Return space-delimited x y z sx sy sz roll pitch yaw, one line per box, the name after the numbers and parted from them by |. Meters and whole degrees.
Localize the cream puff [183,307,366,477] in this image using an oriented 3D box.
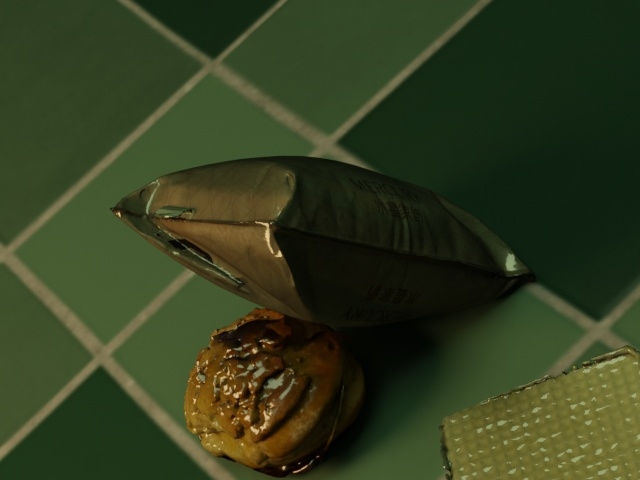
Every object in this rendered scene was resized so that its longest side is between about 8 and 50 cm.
-0.037 0.103 1.228 0.133 0.104 0.119 -8 57 26 | cream puff

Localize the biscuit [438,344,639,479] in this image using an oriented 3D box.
0.165 0.191 1.070 0.150 0.052 0.252 -25 44 14 | biscuit

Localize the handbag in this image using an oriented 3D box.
0.000 0.000 1.206 0.183 0.270 0.117 4 86 42 | handbag
